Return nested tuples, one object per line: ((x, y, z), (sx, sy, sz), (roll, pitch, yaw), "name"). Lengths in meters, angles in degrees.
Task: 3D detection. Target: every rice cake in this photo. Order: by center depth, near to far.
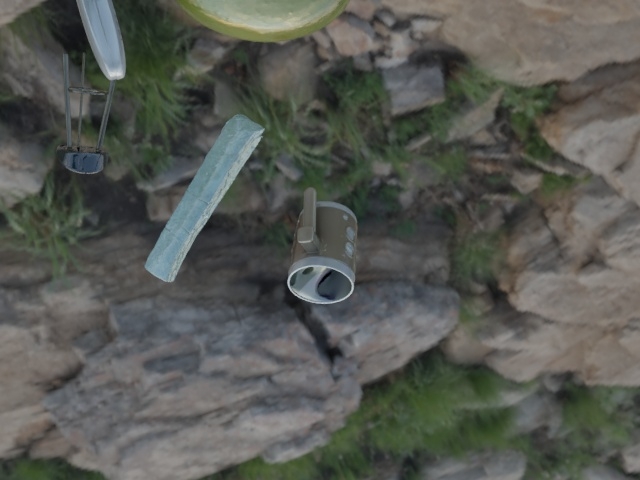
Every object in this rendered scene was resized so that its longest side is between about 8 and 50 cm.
((-0.153, -0.055, 1.278), (0.245, 0.045, 0.042), (-57, 165, 13), "rice cake")

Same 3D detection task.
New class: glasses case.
((-0.326, -0.332, 1.434), (0.049, 0.197, 0.076), (-17, -177, -10), "glasses case")

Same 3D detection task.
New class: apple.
((-0.122, -0.522, 1.736), (0.360, 0.320, 0.311), (-4, 175, 5), "apple")

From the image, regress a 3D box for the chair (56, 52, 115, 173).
((-0.441, -0.240, 1.832), (0.104, 0.095, 0.222), (2, 98, -22), "chair")

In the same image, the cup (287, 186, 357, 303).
((-0.005, 0.004, 1.100), (0.074, 0.099, 0.102), (-26, 130, 34), "cup")
